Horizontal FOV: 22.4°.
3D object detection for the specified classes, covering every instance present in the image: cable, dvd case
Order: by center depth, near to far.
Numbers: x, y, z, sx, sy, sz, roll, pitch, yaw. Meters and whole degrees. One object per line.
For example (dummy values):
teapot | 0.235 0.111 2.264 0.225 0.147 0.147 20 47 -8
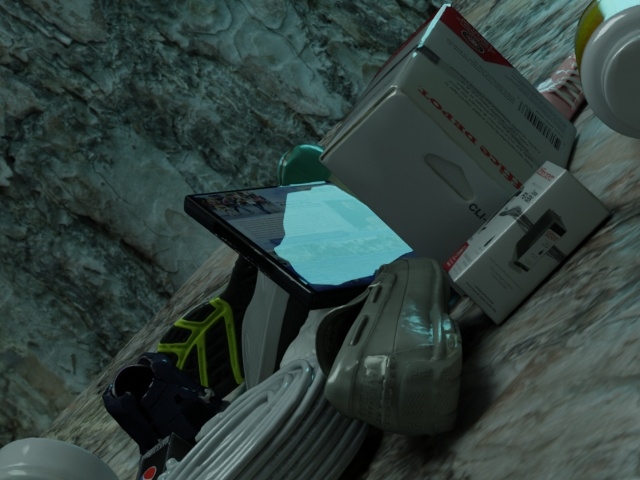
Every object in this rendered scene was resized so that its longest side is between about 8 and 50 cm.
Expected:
cable | -0.067 0.209 1.401 0.257 0.089 0.257 -40 6 34
dvd case | 0.000 0.000 1.600 0.180 0.022 0.253 -7 27 -32

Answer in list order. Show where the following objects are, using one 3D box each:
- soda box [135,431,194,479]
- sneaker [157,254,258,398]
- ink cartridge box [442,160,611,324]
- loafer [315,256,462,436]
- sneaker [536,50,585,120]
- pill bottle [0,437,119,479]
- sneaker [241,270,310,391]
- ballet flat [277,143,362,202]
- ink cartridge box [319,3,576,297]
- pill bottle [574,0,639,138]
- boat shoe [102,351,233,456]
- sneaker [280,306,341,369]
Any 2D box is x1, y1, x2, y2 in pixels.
soda box | -0.153 0.270 1.591 0.053 0.060 0.169 -41 22 27
sneaker | -0.043 0.056 1.970 0.385 0.145 0.147 -33 2 33
ink cartridge box | 0.174 -0.001 1.386 0.135 0.056 0.099 -45 6 4
loafer | 0.052 0.077 1.340 0.319 0.111 0.112 -89 4 -80
sneaker | 0.278 -0.175 1.781 0.070 0.051 0.134 -47 1 32
pill bottle | -0.266 0.322 1.369 0.169 0.169 0.301 -39 24 39
sneaker | -0.002 0.089 1.787 0.295 0.147 0.104 105 157 -43
ballet flat | 0.036 -0.049 1.955 0.247 0.087 0.083 39 -108 -60
ink cartridge box | 0.133 -0.094 1.579 0.114 0.197 0.273 -43 7 27
pill bottle | 0.282 -0.156 1.402 0.117 0.117 0.215 -43 7 16
boat shoe | -0.169 0.194 1.828 0.127 0.158 0.340 -47 8 -14
sneaker | 0.014 0.115 1.597 0.115 0.090 0.232 -54 0 -13
